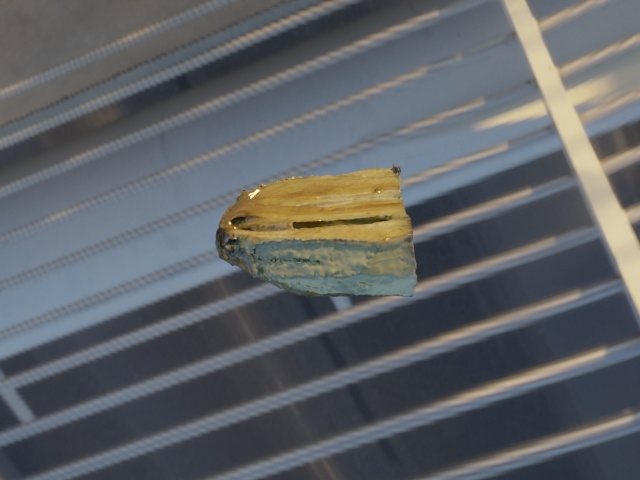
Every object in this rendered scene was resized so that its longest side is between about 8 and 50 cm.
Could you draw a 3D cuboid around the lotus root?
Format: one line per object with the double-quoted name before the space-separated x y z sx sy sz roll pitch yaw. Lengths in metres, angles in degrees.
"lotus root" 0.001 0.003 0.884 0.144 0.143 0.070 -3 114 8
